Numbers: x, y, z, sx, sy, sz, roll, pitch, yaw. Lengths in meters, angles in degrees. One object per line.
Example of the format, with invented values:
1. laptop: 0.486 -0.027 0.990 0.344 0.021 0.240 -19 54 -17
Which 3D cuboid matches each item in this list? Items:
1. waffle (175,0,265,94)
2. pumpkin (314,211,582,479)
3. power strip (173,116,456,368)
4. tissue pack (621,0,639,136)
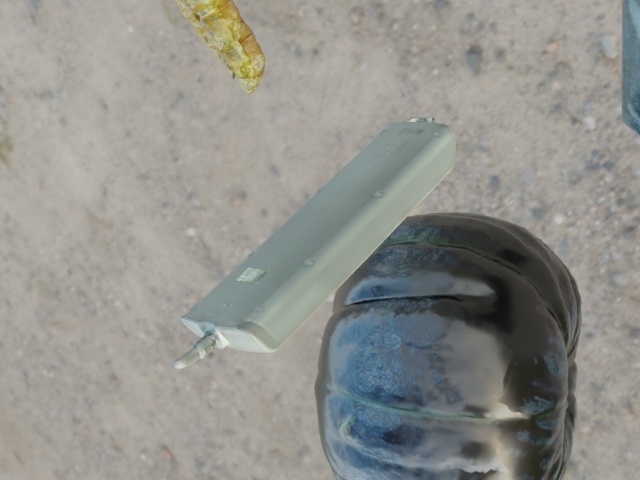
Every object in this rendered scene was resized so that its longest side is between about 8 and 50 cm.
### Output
1. waffle: -0.140 -0.287 1.281 0.253 0.056 0.249 57 178 -23
2. pumpkin: 0.149 0.148 1.148 0.266 0.363 0.364 2 121 23
3. power strip: 0.000 0.000 0.629 0.060 0.252 0.027 7 130 42
4. tissue pack: 0.325 -0.165 0.836 0.185 0.081 0.257 50 163 44
